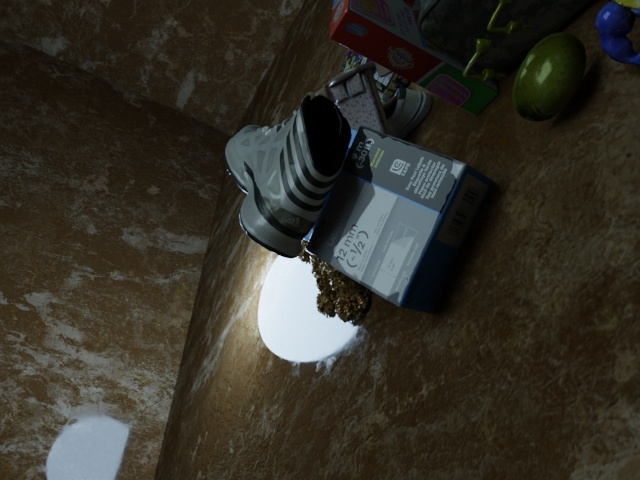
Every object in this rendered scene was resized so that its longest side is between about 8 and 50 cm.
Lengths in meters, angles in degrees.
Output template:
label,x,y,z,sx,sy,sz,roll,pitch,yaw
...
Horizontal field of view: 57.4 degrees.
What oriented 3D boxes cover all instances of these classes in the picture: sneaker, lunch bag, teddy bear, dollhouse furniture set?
label,x,y,z,sx,sy,sz,roll,pitch,yaw
sneaker,0.147,-0.263,1.360,0.258,0.091,0.094,-49,27,44
lunch bag,0.311,-0.473,0.971,0.305,0.213,0.256,-42,30,55
sneaker,-0.049,-0.179,1.155,0.257,0.169,0.447,-53,30,20
teddy bear,0.022,0.011,1.254,0.245,0.113,0.337,-144,53,-60
dollhouse furniture set,0.046,-0.204,1.291,0.355,0.174,0.303,-10,101,60

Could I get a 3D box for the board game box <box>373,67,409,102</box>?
label,x,y,z,sx,sy,sz,roll,pitch,yaw
board game box,0.186,-0.429,1.499,0.141,0.048,0.170,-60,20,17

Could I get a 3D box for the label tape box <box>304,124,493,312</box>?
label,x,y,z,sx,sy,sz,roll,pitch,yaw
label tape box,0.090,-0.061,1.044,0.348,0.115,0.249,30,99,38

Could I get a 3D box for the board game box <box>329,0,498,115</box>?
label,x,y,z,sx,sy,sz,roll,pitch,yaw
board game box,0.174,-0.392,1.085,0.064,0.317,0.242,-48,27,45

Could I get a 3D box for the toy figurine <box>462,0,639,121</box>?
label,x,y,z,sx,sy,sz,roll,pitch,yaw
toy figurine,0.362,-0.303,0.706,0.362,0.191,0.217,-63,25,19

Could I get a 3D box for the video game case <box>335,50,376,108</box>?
label,x,y,z,sx,sy,sz,roll,pitch,yaw
video game case,0.105,-0.506,1.805,0.210,0.042,0.232,-68,19,-3
